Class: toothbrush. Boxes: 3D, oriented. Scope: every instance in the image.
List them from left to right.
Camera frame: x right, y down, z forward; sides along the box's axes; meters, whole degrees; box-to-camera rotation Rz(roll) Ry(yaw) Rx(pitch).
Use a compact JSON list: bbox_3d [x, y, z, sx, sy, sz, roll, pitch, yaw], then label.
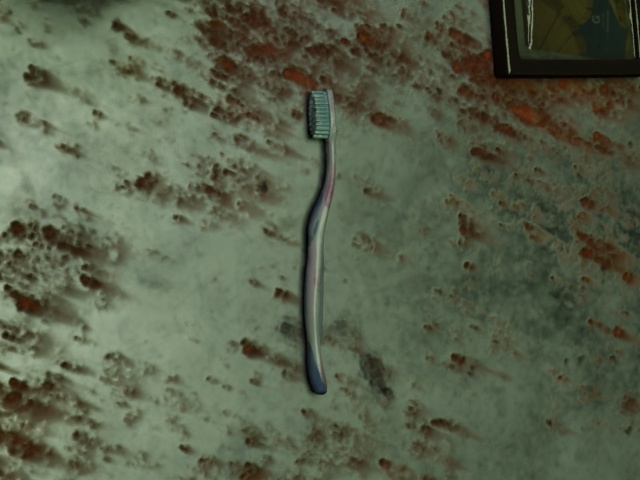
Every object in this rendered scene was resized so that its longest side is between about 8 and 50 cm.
[{"bbox_3d":[0.000,0.000,1.388,0.027,0.021,0.269,2,85,-14],"label":"toothbrush"}]

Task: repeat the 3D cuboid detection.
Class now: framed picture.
[{"bbox_3d":[0.239,-0.220,1.520,0.168,0.023,0.128,-3,88,-27],"label":"framed picture"}]
